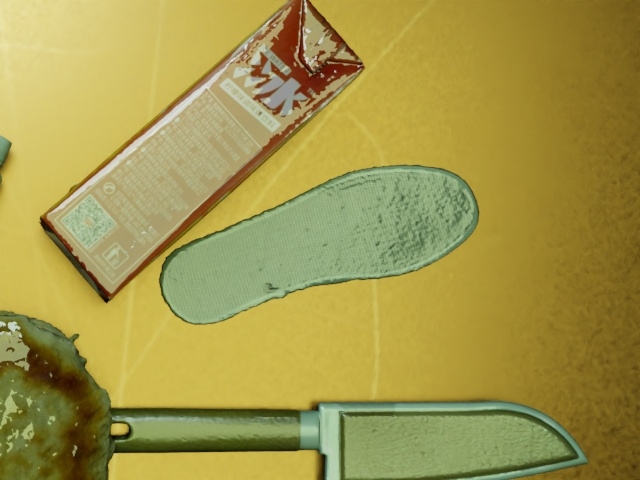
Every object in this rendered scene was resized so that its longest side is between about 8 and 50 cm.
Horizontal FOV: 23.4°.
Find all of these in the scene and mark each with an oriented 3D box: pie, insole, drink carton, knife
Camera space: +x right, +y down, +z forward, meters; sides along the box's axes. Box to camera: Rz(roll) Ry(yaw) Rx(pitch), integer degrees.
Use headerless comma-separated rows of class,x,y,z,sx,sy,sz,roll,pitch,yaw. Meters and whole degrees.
pie,-0.233,0.129,0.974,0.205,0.084,0.179,-3,94,-6
insole,0.000,0.000,1.067,0.232,0.003,0.080,-17,90,-11
drink carton,-0.078,-0.059,1.010,0.223,0.096,0.071,-42,94,-10
knife,0.015,0.140,1.049,0.343,0.027,0.061,0,86,-7

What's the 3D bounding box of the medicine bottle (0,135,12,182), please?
medicine bottle,-0.235,-0.034,1.005,0.047,0.047,0.083,23,82,-8
